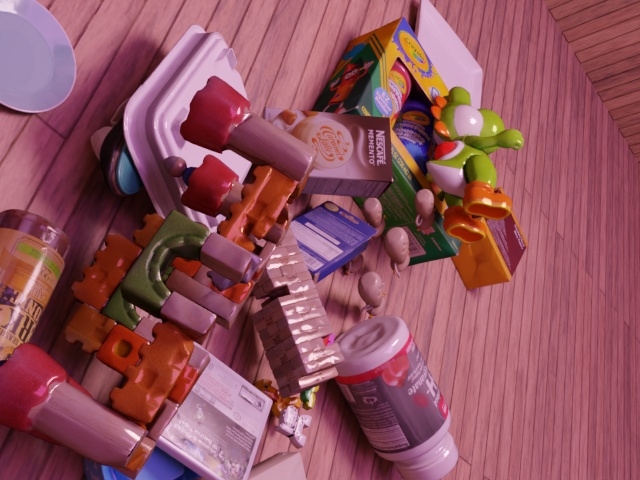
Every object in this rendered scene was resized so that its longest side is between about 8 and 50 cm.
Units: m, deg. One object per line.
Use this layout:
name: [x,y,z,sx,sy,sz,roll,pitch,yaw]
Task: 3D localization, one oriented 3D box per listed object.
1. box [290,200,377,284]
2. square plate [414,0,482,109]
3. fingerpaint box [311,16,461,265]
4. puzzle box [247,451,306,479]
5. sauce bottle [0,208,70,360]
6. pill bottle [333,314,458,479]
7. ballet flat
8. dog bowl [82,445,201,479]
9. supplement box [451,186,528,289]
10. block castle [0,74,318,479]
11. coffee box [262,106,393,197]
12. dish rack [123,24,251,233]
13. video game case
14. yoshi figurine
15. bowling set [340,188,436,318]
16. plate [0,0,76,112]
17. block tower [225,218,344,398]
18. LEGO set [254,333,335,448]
box: [0.000,0.000,1.456,0.225,0.136,0.037,-32,147,-46]
square plate: [0.349,-0.458,2.121,0.344,0.049,0.348,38,50,-37]
fingerpaint box: [0.199,-0.228,1.759,0.445,0.163,0.371,52,43,-27]
puzzle box: [-0.091,0.559,1.116,0.272,0.052,0.409,-11,89,-52]
sauce bottle: [-0.416,0.127,0.912,0.111,0.111,0.345,40,50,-37]
pill bottle: [0.154,0.325,1.501,0.176,0.176,0.319,-46,114,-48]
ballet flat: [-0.294,-0.162,1.176,0.281,0.096,0.095,-70,155,-46]
dog bowl: [-0.223,0.296,1.122,0.297,0.074,0.166,-14,88,-53]
supplement box: [0.442,-0.007,2.014,0.191,0.129,0.194,61,40,-17]
block castle: [-0.209,0.048,0.926,0.212,0.303,0.453,30,69,1]
coffee box: [0.008,-0.168,1.447,0.246,0.098,0.141,2,72,-11]
dish rack: [-0.187,-0.172,1.234,0.333,0.072,0.286,-71,152,-46]
video game case: [-0.166,0.256,1.104,0.190,0.022,0.173,42,38,-20]
yoshi figurine: [0.349,-0.179,1.649,0.203,0.203,0.363,55,28,-53]
bowling set: [0.107,-0.006,1.590,0.287,0.199,0.154,-53,156,-16]
plate: [-0.442,-0.273,1.085,0.188,0.024,0.188,22,60,-47]
block tower: [-0.070,0.091,1.295,0.097,0.091,0.336,-10,71,-44]
LEGO set: [-0.060,0.252,1.332,0.093,0.087,0.227,34,48,-19]
